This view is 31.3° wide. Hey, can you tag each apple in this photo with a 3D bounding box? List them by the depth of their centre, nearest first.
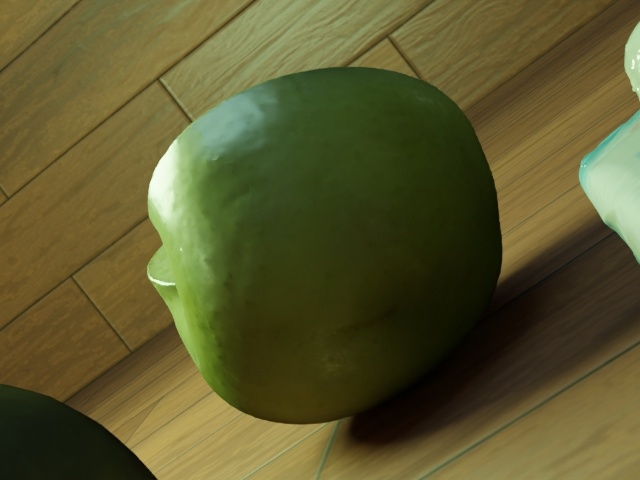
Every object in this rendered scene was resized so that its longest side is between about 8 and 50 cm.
[{"bbox_3d":[0.008,0.017,0.889,0.258,0.233,0.295,-19,-11,-15],"label":"apple"}]

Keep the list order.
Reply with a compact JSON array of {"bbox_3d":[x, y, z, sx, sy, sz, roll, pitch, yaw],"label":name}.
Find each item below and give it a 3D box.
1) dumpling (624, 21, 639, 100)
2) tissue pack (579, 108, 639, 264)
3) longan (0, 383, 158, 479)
[{"bbox_3d":[0.313,-0.147,0.914,0.127,0.108,0.188,-40,30,35],"label":"dumpling"},{"bbox_3d":[0.226,-0.030,0.478,0.201,0.124,0.271,-40,6,10],"label":"tissue pack"},{"bbox_3d":[-0.172,0.194,0.518,0.258,0.258,0.258,-37,6,4],"label":"longan"}]
